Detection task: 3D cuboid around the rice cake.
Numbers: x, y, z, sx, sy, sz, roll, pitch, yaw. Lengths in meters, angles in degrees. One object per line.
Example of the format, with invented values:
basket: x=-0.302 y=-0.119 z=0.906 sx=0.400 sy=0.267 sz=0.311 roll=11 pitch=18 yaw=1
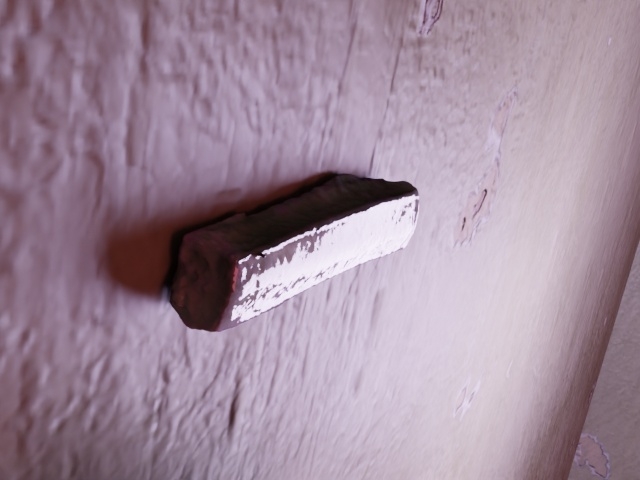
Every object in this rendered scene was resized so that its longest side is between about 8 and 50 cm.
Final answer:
rice cake: x=0.000 y=0.000 z=0.429 sx=0.206 sy=0.036 sz=0.047 roll=-23 pitch=139 yaw=-57
